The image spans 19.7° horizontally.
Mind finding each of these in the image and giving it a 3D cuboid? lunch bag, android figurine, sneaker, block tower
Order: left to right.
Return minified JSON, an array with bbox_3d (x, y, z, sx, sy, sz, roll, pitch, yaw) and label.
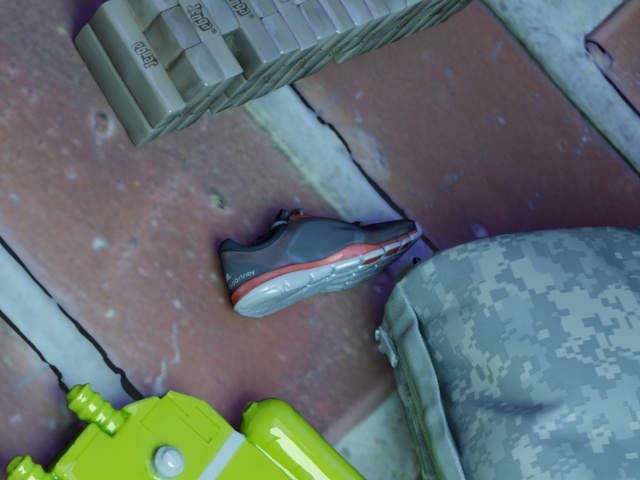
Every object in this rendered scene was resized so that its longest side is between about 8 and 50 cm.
[{"bbox_3d":[-0.073,0.204,1.132,0.273,0.056,0.248,45,55,-7],"label":"android figurine"},{"bbox_3d":[-0.004,-0.174,1.314,0.335,0.091,0.097,-28,84,-34],"label":"block tower"},{"bbox_3d":[0.000,0.000,1.260,0.158,0.061,0.065,-17,71,-34],"label":"sneaker"},{"bbox_3d":[0.184,0.138,1.175,0.256,0.212,0.305,7,44,-21],"label":"lunch bag"}]
